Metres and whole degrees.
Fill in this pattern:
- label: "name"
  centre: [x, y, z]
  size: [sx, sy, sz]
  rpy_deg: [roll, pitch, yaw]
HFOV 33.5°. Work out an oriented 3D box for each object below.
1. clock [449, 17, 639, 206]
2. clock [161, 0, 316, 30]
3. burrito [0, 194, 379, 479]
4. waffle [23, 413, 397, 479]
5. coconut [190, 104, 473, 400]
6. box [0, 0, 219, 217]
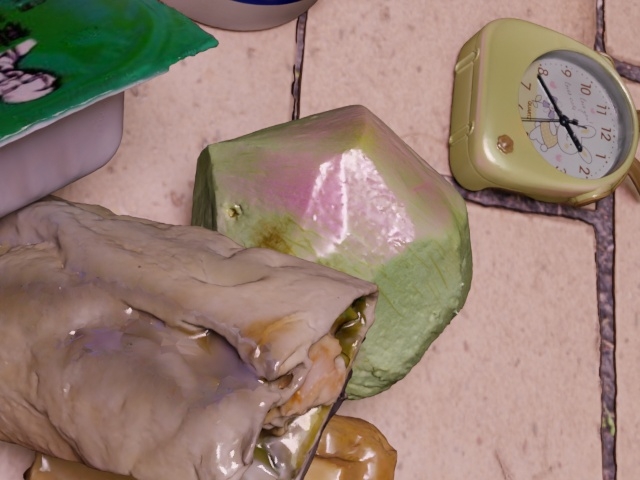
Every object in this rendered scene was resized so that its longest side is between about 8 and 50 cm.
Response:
- label: "clock"
  centre: [0.241, -0.110, 1.044]
  size: [0.232, 0.069, 0.170]
  rpy_deg: [15, 70, -20]
- label: "clock"
  centre: [-0.076, -0.308, 0.961]
  size: [0.231, 0.083, 0.230]
  rpy_deg: [5, 76, -22]
- label: "burrito"
  centre: [-0.148, 0.061, 0.697]
  size: [0.332, 0.135, 0.190]
  rpy_deg: [15, 77, 20]
- label: "waffle"
  centre: [-0.096, 0.269, 0.789]
  size: [0.304, 0.077, 0.348]
  rpy_deg: [19, 69, -18]
- label: "coconut"
  centre: [0.000, 0.000, 0.835]
  size: [0.236, 0.236, 0.204]
  rpy_deg: [35, 46, -10]
- label: "box"
  centre: [-0.266, -0.119, 0.750]
  size: [0.264, 0.106, 0.337]
  rpy_deg: [-30, 50, -26]
